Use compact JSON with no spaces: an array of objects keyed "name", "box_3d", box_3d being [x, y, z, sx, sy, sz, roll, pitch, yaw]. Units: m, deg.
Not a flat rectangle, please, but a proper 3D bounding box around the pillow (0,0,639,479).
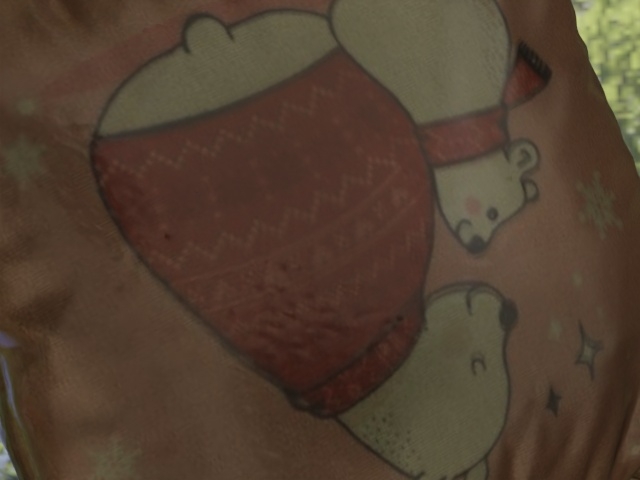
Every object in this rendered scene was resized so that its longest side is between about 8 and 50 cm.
[{"name":"pillow","box_3d":[0.000,0.000,0.485,0.236,0.084,0.223,-27,-89,-30]}]
